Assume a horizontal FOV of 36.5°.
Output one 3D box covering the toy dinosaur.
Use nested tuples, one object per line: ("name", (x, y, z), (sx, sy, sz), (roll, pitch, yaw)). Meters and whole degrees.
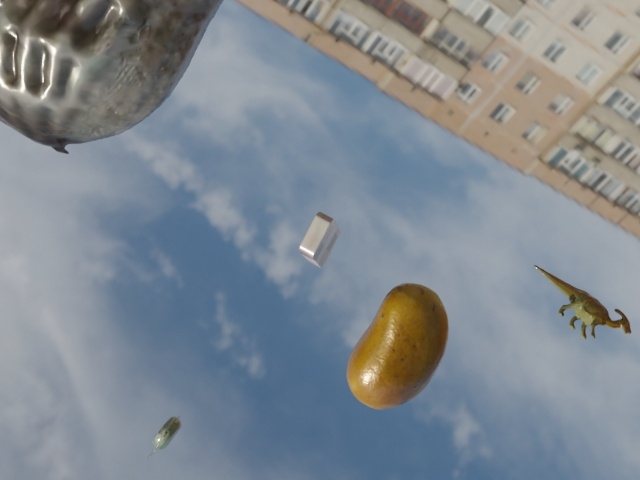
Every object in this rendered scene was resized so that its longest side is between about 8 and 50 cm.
("toy dinosaur", (0.251, 0.066, 0.954), (0.113, 0.041, 0.026), (32, 169, 23))

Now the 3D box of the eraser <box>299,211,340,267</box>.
("eraser", (0.000, 0.000, 1.392), (0.026, 0.065, 0.105), (29, 175, 12))

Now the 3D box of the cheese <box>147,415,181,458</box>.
("cheese", (-0.254, 0.320, 1.588), (0.026, 0.121, 0.067), (38, -123, 2))

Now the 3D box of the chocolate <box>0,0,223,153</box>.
("chocolate", (-0.063, -0.137, 0.417), (0.110, 0.248, 0.110), (34, -150, -23))

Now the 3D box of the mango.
("mango", (0.101, 0.132, 1.203), (0.115, 0.178, 0.090), (10, -155, -36))
